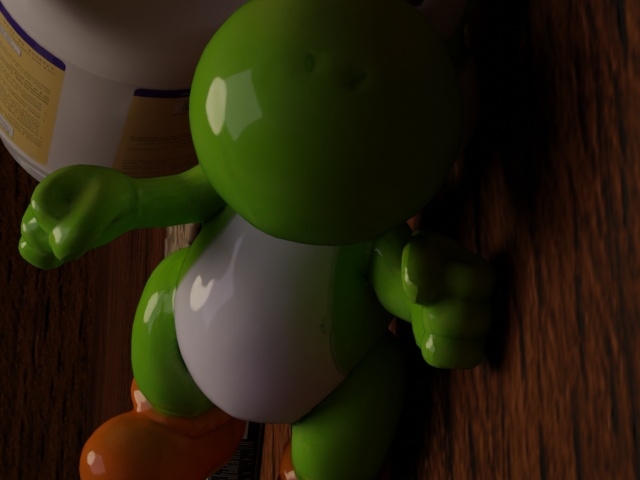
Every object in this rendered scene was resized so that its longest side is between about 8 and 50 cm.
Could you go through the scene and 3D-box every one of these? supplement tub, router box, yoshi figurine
[{"bbox_3d":[-0.134,-0.171,1.301,0.331,0.241,0.241,126,147,-69],"label":"supplement tub"},{"bbox_3d":[-0.075,0.168,1.368,0.122,0.038,0.092,-157,71,-79],"label":"router box"},{"bbox_3d":[-0.018,0.009,0.805,0.203,0.204,0.362,-123,38,-47],"label":"yoshi figurine"}]

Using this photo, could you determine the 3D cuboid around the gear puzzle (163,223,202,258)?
[{"bbox_3d":[-0.117,0.041,1.664,0.175,0.044,0.339,-105,20,-57],"label":"gear puzzle"}]
